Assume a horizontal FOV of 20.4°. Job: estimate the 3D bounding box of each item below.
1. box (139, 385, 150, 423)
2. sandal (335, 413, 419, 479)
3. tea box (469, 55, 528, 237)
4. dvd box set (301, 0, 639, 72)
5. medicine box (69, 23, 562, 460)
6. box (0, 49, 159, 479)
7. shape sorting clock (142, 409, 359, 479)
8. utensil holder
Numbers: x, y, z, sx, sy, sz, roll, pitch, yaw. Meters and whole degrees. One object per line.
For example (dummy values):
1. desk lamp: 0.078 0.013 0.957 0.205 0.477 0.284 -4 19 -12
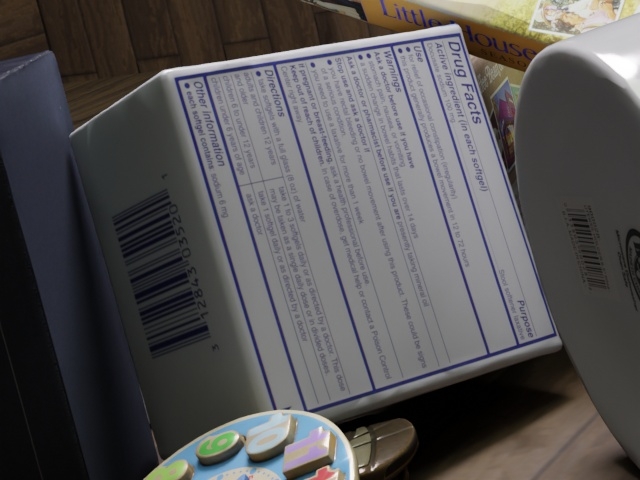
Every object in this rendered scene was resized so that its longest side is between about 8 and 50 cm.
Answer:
1. box: -0.227 0.075 1.476 0.114 0.203 0.103 -27 18 -40
2. sandal: 0.020 0.160 1.220 0.090 0.060 0.219 -15 -1 -8
3. tea box: 0.036 -0.062 1.750 0.323 0.220 0.329 -10 14 20
4. dvd box set: 0.207 -0.269 1.417 0.420 0.062 0.307 20 68 24
5. medicine box: 0.000 0.000 1.318 0.289 0.263 0.149 -13 -6 -38
6. box: -0.319 0.067 1.296 0.312 0.343 0.179 -10 13 11
7. shape sorting clock: -0.067 0.181 1.084 0.206 0.040 0.206 -23 31 15
8. utensil holder: 0.360 -0.034 1.120 0.385 0.327 0.327 -18 14 -13
